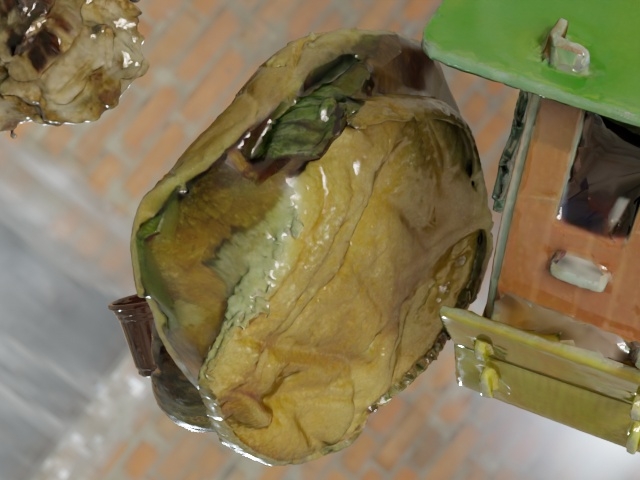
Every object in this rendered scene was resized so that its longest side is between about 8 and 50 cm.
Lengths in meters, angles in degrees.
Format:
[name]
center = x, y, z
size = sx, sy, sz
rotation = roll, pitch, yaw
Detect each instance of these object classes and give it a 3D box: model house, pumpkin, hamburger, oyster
[model house]
center = 0.229, -0.030, 1.224
size = 0.340, 0.300, 0.324
rotation = -54, 159, -48
[pumpkin]
center = -0.108, 0.117, 1.954
size = 0.108, 0.119, 0.183
rotation = -99, -175, -64
[hamburger]
center = -0.001, -0.001, 1.354
size = 0.285, 0.265, 0.134
rotation = -43, -125, -15
[oyster]
center = -0.280, -0.272, 1.935
size = 0.197, 0.337, 0.133
rotation = -12, 165, -10

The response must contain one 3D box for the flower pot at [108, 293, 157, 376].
[flower pot]
center = -0.176, 0.104, 2.241
size = 0.111, 0.089, 0.111
rotation = -10, -174, 1
